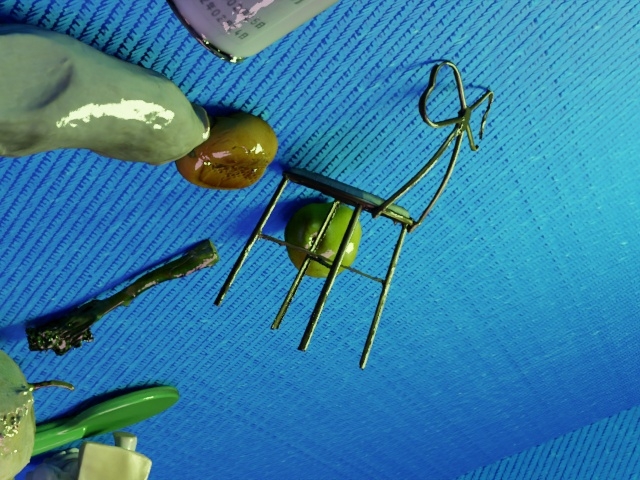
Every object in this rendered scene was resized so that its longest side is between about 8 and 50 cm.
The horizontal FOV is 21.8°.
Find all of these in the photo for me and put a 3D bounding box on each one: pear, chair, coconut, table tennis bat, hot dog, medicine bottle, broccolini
[{"bbox_3d":[0.000,0.000,1.866,0.092,0.092,0.097,-31,158,27],"label":"pear"},{"bbox_3d":[0.038,-0.040,1.737,0.160,0.170,0.326,23,90,-57],"label":"chair"},{"bbox_3d":[-0.406,0.201,1.874,0.194,0.194,0.194,-18,160,-7],"label":"coconut"},{"bbox_3d":[-0.315,0.250,2.293,0.257,0.039,0.160,-17,164,-23],"label":"table tennis bat"},{"bbox_3d":[-0.096,-0.089,1.590,0.090,0.060,0.140,-37,161,30],"label":"hot dog"},{"bbox_3d":[-0.025,-0.223,1.190,0.168,0.135,0.135,-28,159,24],"label":"medicine bottle"},{"bbox_3d":[-0.223,0.075,1.899,0.254,0.057,0.071,-23,-157,17],"label":"broccolini"}]

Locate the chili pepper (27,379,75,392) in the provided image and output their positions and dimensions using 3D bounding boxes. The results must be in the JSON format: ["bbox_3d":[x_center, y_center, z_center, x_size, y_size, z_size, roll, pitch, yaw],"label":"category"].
[{"bbox_3d":[-0.432,0.197,2.001,0.272,0.071,0.063,-9,-163,-14],"label":"chili pepper"}]

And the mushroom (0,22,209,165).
[{"bbox_3d":[-0.203,-0.112,1.370,0.109,0.097,0.351,-33,159,27],"label":"mushroom"}]

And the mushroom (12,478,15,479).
[{"bbox_3d":[-0.489,0.337,2.220,0.128,0.128,0.350,-5,157,-36],"label":"mushroom"}]

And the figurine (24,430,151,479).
[{"bbox_3d":[-0.336,0.345,2.377,0.162,0.141,0.237,14,164,-21],"label":"figurine"}]
